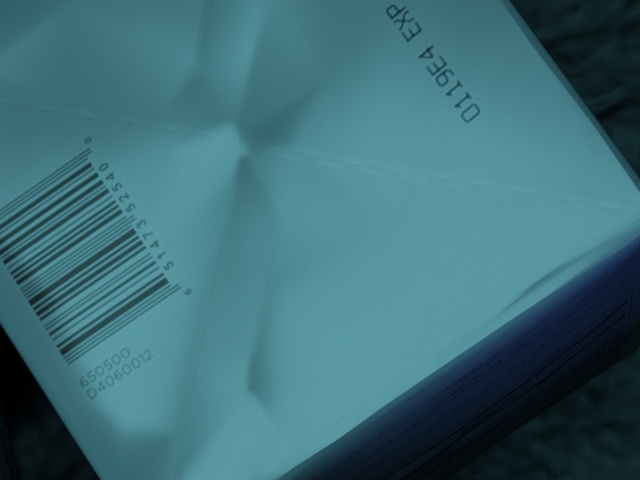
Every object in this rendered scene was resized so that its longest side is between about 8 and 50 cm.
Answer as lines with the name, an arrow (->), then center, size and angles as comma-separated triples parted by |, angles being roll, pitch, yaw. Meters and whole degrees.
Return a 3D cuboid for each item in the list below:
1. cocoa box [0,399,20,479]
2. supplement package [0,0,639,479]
cocoa box -> -0.233, 0.171, 0.448 | 0.347, 0.231, 0.228 | -6, 56, -5
supplement package -> 0.000, 0.000, 0.530 | 0.134, 0.244, 0.139 | -34, 77, 1
